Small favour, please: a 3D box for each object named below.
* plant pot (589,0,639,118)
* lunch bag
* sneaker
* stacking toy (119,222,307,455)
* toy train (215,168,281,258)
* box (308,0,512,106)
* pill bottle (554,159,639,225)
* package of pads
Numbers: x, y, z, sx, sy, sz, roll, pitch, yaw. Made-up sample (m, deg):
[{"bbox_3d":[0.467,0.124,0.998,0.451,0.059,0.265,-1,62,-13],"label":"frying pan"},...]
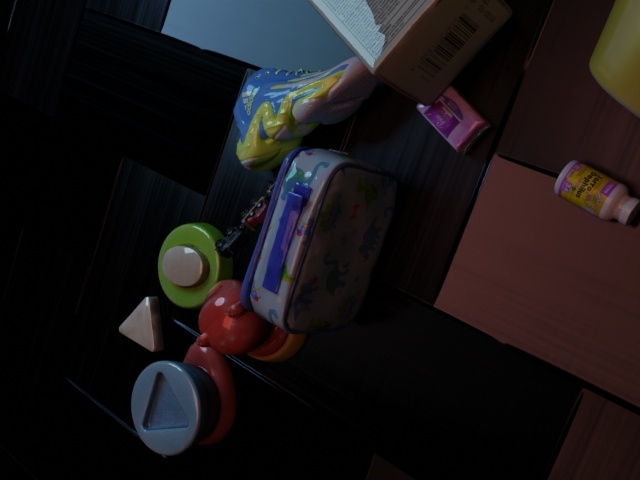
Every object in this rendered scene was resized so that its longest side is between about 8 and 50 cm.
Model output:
[{"bbox_3d":[0.368,-0.213,0.657,0.254,0.254,0.239,48,128,26],"label":"plant pot"},{"bbox_3d":[0.000,0.000,0.920,0.090,0.176,0.219,23,102,32],"label":"lunch bag"},{"bbox_3d":[-0.036,-0.197,1.004,0.240,0.091,0.126,-32,70,29],"label":"sneaker"},{"bbox_3d":[-0.200,0.130,1.076,0.279,0.130,0.309,45,111,26],"label":"stacking toy"},{"bbox_3d":[-0.083,-0.039,1.033,0.158,0.027,0.036,-50,38,-6],"label":"toy train"},{"bbox_3d":[0.082,-0.295,0.890,0.148,0.127,0.232,-47,56,20],"label":"box"},{"bbox_3d":[0.294,-0.049,0.805,0.083,0.043,0.043,35,107,30],"label":"pill bottle"},{"bbox_3d":[0.158,-0.147,0.906,0.050,0.032,0.083,-48,64,21],"label":"package of pads"}]
